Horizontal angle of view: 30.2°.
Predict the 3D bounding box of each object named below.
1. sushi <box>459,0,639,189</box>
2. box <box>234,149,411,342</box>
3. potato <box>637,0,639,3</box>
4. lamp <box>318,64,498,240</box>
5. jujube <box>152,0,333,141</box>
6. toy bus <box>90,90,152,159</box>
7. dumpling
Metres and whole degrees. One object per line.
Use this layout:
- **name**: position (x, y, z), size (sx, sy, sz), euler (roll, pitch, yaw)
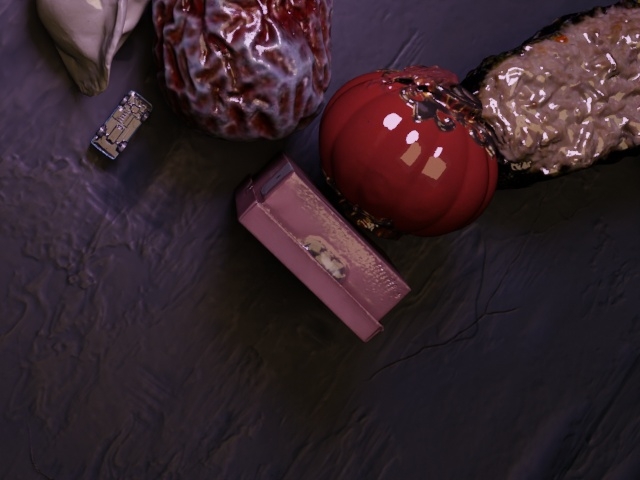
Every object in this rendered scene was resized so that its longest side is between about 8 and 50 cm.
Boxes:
- **sushi**: position (0.330, -0.187, 1.558), size (0.350, 0.171, 0.211), euler (-21, 94, -15)
- **box**: position (0.000, 0.000, 1.437), size (0.086, 0.215, 0.215), euler (-44, 102, 5)
- **potato**: position (0.516, -0.331, 1.671), size (0.119, 0.054, 0.198), euler (37, 81, -11)
- **lamp**: position (0.107, -0.108, 1.410), size (0.226, 0.227, 0.227), euler (0, 91, -16)
- **jujube**: position (-0.091, -0.276, 1.409), size (0.226, 0.226, 0.317), euler (-3, 96, -16)
- **toy bus**: position (-0.244, -0.142, 1.456), size (0.038, 0.046, 0.083), euler (37, 83, -13)
- **dumpling**: position (-0.256, -0.290, 1.389), size (0.126, 0.166, 0.216), euler (35, 80, -37)
